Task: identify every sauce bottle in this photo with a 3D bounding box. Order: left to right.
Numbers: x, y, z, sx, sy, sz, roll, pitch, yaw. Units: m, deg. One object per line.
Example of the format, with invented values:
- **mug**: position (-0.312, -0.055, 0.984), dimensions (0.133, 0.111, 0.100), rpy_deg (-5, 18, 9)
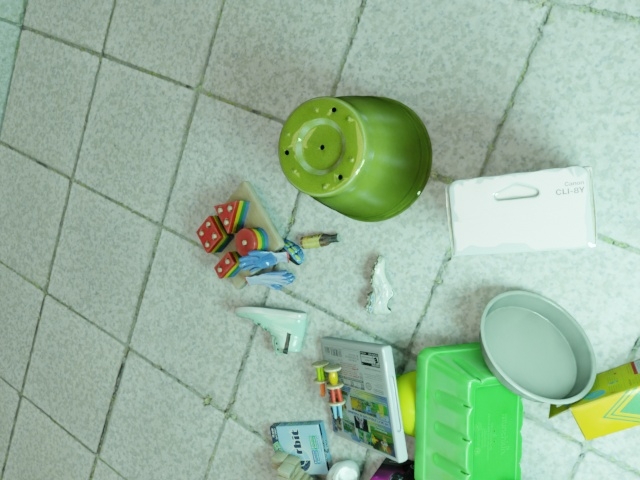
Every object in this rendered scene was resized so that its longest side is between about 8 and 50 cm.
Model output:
- **sauce bottle**: position (0.000, 0.000, 1.598), dimensions (0.128, 0.042, 0.042), rpy_deg (-9, 89, 24)

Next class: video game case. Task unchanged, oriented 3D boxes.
- **video game case**: position (0.112, 0.433, 1.473), dimensions (0.329, 0.036, 0.300), rpy_deg (-10, 88, 59)

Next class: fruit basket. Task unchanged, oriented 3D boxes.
- **fruit basket**: position (0.331, 0.452, 1.382), dimensions (0.392, 0.282, 0.393), rpy_deg (179, 90, -69)

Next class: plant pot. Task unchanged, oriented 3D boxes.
- **plant pot**: position (0.072, -0.231, 1.377), dimensions (0.366, 0.353, 0.367), rpy_deg (1, 93, 26)

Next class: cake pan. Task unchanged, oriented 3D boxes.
- **cake pan**: position (0.512, 0.258, 1.253), dimensions (0.293, 0.293, 0.054), rpy_deg (43, 145, 18)

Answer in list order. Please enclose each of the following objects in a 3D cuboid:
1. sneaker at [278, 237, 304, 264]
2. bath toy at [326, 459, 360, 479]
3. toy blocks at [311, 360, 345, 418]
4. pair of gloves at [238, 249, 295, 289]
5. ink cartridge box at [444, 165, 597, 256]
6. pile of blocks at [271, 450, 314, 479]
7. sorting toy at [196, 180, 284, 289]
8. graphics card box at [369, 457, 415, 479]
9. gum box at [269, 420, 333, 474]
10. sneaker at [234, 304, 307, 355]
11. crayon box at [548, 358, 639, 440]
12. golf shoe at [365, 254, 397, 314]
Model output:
- **sneaker**: position (-0.129, 0.035, 1.653), dimensions (0.188, 0.067, 0.078), rpy_deg (24, 109, 28)
- **bath toy**: position (0.140, 0.812, 1.532), dimensions (0.151, 0.129, 0.348), rpy_deg (-36, 75, -22)
- **toy blocks**: position (0.025, 0.439, 1.532), dimensions (0.123, 0.054, 0.148), rpy_deg (-3, 95, 59)
- **pair of gloves**: position (-0.164, 0.095, 1.611), dimensions (0.159, 0.198, 0.023), rpy_deg (-5, 49, 2)
- **ink cartridge box**: position (0.461, -0.061, 1.177), dimensions (0.279, 0.384, 0.161), rpy_deg (-6, 90, 26)
- **pile of blocks**: position (-0.043, 0.821, 1.591), dimensions (0.362, 0.112, 0.149), rpy_deg (44, 115, 9)
- **sorting toy**: position (-0.272, -0.014, 1.661), dimensions (0.255, 0.089, 0.257), rpy_deg (-44, 66, 32)
- **graphics card box**: position (0.221, 0.696, 1.342), dimensions (0.232, 0.370, 0.095), rpy_deg (0, 93, 27)
- **gum box**: position (-0.062, 0.662, 1.661), dimensions (0.184, 0.041, 0.157), rpy_deg (-13, 88, 25)
- **sneaker**: position (-0.170, 0.288, 1.661), dimensions (0.255, 0.094, 0.151), rpy_deg (6, 89, 23)
- **crayon box**: position (0.693, 0.353, 1.190), dimensions (0.318, 0.202, 0.081), rpy_deg (-30, 80, 25)
- **golf shoe**: position (0.182, 0.131, 1.514), dimensions (0.085, 0.069, 0.176), rpy_deg (8, 100, 5)
